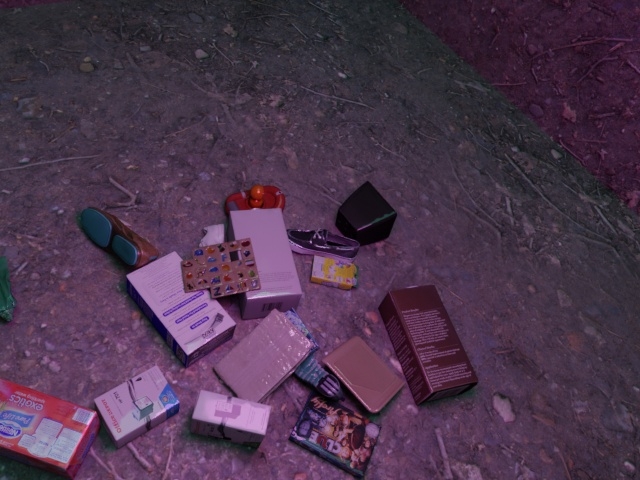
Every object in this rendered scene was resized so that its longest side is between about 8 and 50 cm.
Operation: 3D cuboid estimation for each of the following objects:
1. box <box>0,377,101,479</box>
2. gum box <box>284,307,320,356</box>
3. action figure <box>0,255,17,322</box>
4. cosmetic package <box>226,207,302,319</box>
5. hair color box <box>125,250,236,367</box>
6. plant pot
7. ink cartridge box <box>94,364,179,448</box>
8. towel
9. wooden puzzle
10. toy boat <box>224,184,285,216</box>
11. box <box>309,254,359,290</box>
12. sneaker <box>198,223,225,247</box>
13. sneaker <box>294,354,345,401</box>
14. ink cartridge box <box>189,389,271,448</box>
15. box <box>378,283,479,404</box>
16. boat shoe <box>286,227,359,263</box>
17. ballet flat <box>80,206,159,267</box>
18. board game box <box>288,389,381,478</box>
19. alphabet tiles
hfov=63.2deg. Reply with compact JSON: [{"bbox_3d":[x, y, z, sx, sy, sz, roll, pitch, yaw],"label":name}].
[{"bbox_3d":[-0.749,0.486,1.344,0.300,0.142,0.154,19,51,-3],"label":"box"},{"bbox_3d":[-0.120,0.334,1.671,0.184,0.041,0.157,-34,67,-4],"label":"gum box"},{"bbox_3d":[-0.981,0.156,1.568,0.137,0.063,0.232,-25,61,-33],"label":"action figure"},{"bbox_3d":[-0.204,0.074,1.819,0.197,0.155,0.365,-3,55,-18],"label":"cosmetic package"},{"bbox_3d":[-0.449,0.214,1.667,0.185,0.110,0.339,-31,66,-35],"label":"hair color box"},{"bbox_3d":[0.164,-0.087,2.050,0.167,0.187,0.188,-29,67,-20],"label":"plant pot"},{"bbox_3d":[-0.517,0.468,1.472,0.191,0.082,0.139,-26,66,-33],"label":"ink cartridge box"},{"bbox_3d":[-0.176,0.365,1.617,0.282,0.049,0.187,-42,68,-10],"label":"towel"},{"bbox_3d":[0.139,0.434,1.697,0.239,0.044,0.221,41,31,18],"label":"wooden puzzle"},{"bbox_3d":[-0.242,-0.153,1.978,0.231,0.151,0.151,-17,62,-28],"label":"toy boat"},{"bbox_3d":[0.054,0.123,1.938,0.179,0.043,0.105,12,51,-6],"label":"box"},{"bbox_3d":[-0.389,0.031,1.854,0.094,0.080,0.212,-3,48,-5],"label":"sneaker"},{"bbox_3d":[-0.013,0.438,1.663,0.083,0.098,0.224,-43,46,-11],"label":"sneaker"},{"bbox_3d":[-0.259,0.509,1.478,0.209,0.153,0.086,15,52,-5],"label":"ink cartridge box"},{"bbox_3d":[0.363,0.352,1.804,0.191,0.143,0.381,-5,58,-21],"label":"box"},{"bbox_3d":[0.000,0.000,1.964,0.302,0.102,0.108,18,41,-4],"label":"boat shoe"},{"bbox_3d":[-0.666,-0.013,1.753,0.343,0.116,0.124,28,16,29],"label":"ballet flat"},{"bbox_3d":[0.047,0.587,1.586,0.243,0.042,0.165,27,51,4],"label":"board game box"},{"bbox_3d":[-0.327,0.094,1.689,0.238,0.009,0.198,-11,59,-9],"label":"alphabet tiles"}]
